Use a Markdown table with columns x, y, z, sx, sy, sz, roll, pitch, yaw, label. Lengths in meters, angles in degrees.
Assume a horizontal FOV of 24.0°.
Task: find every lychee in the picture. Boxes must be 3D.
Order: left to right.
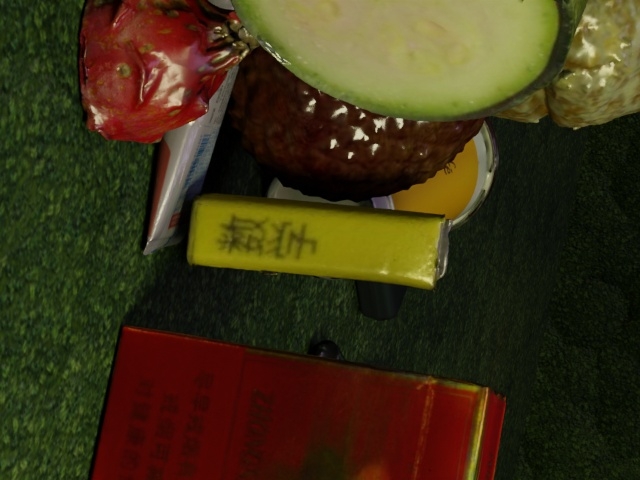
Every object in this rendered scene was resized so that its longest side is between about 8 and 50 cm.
| x | y | z | sx | sy | sz | roll | pitch | yaw | label |
| --- | --- | --- | --- | --- | --- | --- | --- | --- | --- |
| 0.036 | -0.159 | 1.350 | 0.260 | 0.261 | 0.260 | 8 | 90 | -72 | lychee |

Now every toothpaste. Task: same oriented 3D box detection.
| x | y | z | sx | sy | sz | roll | pitch | yaw | label |
| --- | --- | --- | --- | --- | --- | --- | --- | --- | --- |
| -0.105 | -0.103 | 1.259 | 0.089 | 0.057 | 0.234 | -23 | 127 | -72 | toothpaste |

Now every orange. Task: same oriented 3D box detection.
| x | y | z | sx | sy | sz | roll | pitch | yaw | label |
| --- | --- | --- | --- | --- | --- | --- | --- | --- | --- |
| 0.183 | -0.252 | 1.524 | 0.210 | 0.368 | 0.271 | -28 | 143 | -22 | orange |

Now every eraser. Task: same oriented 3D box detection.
| x | y | z | sx | sy | sz | roll | pitch | yaw | label |
| --- | --- | --- | --- | --- | --- | --- | --- | --- | --- |
| 0.000 | 0.000 | 1.319 | 0.158 | 0.226 | 0.069 | -22 | 117 | -84 | eraser |

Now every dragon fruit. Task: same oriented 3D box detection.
| x | y | z | sx | sy | sz | roll | pitch | yaw | label |
| --- | --- | --- | --- | --- | --- | --- | --- | --- | --- |
| -0.107 | -0.138 | 1.139 | 0.153 | 0.111 | 0.153 | 7 | 90 | -69 | dragon fruit |

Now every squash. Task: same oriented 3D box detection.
| x | y | z | sx | sy | sz | roll | pitch | yaw | label |
| --- | --- | --- | --- | --- | --- | --- | --- | --- | --- |
| 0.105 | -0.308 | 1.149 | 0.263 | 0.263 | 0.384 | 75 | 29 | -51 | squash |

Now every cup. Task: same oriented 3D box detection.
| x | y | z | sx | sy | sz | roll | pitch | yaw | label |
| --- | --- | --- | --- | --- | --- | --- | --- | --- | --- |
| 0.063 | -0.069 | 1.594 | 0.280 | 0.196 | 0.196 | -35 | 132 | -55 | cup |

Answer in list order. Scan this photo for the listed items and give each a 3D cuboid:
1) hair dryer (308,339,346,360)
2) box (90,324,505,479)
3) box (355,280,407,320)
| x | y | z | sx | sy | sz | roll | pitch | yaw | label |
| --- | --- | --- | --- | --- | --- | --- | --- | --- | --- |
| 0.029 | 0.255 | 1.784 | 0.302 | 0.116 | 0.244 | 61 | 39 | -45 | hair dryer |
| -0.024 | 0.190 | 1.201 | 0.089 | 0.313 | 0.197 | 36 | 64 | -68 | box |
| 0.081 | -0.028 | 1.865 | 0.230 | 0.050 | 0.160 | 80 | 26 | -45 | box |
